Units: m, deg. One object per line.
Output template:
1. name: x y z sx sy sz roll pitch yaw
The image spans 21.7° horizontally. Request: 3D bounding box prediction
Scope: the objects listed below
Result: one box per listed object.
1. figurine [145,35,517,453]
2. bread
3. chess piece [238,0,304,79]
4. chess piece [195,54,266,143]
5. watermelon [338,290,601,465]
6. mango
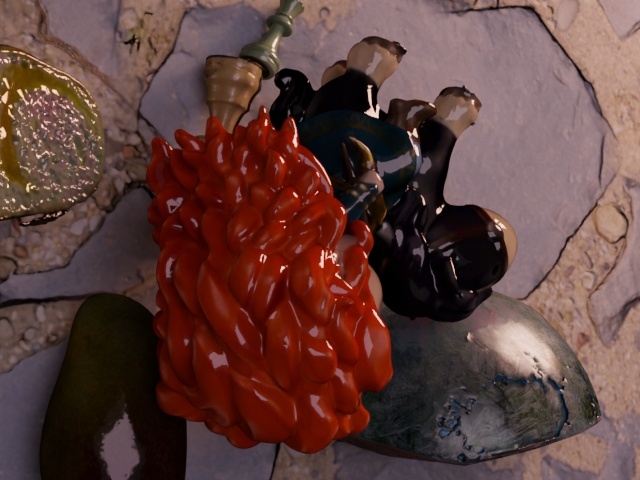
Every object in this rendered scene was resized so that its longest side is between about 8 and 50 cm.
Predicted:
1. figurine: 0.009 0.000 1.503 0.411 0.241 0.306 -33 104 -38
2. bread: -0.325 -0.081 1.423 0.260 0.156 0.158 -13 97 -54
3. chess piece: -0.044 -0.206 1.655 0.042 0.042 0.093 38 63 -18
4. chess piece: -0.098 -0.090 1.604 0.060 0.060 0.172 15 80 -25
5. watermelon: 0.143 0.118 1.628 0.321 0.188 0.175 -9 90 -30
6. mango: -0.186 0.177 1.498 0.133 0.111 0.268 1 79 -15
